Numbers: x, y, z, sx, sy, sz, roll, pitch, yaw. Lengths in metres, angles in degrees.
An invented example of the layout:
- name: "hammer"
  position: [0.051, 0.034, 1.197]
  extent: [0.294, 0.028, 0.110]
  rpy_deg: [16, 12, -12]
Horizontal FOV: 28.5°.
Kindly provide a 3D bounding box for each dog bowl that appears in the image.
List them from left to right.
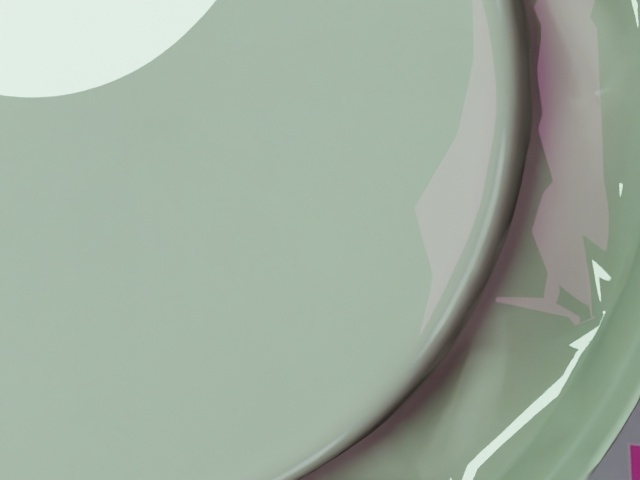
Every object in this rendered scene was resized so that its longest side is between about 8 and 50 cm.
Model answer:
- name: "dog bowl"
  position: [-0.067, -0.044, 0.380]
  extent: [0.348, 0.102, 0.349]
  rpy_deg: [1, 96, 8]

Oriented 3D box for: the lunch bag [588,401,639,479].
- name: "lunch bag"
  position: [0.171, 0.007, 0.446]
  extent: [0.223, 0.160, 0.262]
  rpy_deg: [17, 94, 24]
